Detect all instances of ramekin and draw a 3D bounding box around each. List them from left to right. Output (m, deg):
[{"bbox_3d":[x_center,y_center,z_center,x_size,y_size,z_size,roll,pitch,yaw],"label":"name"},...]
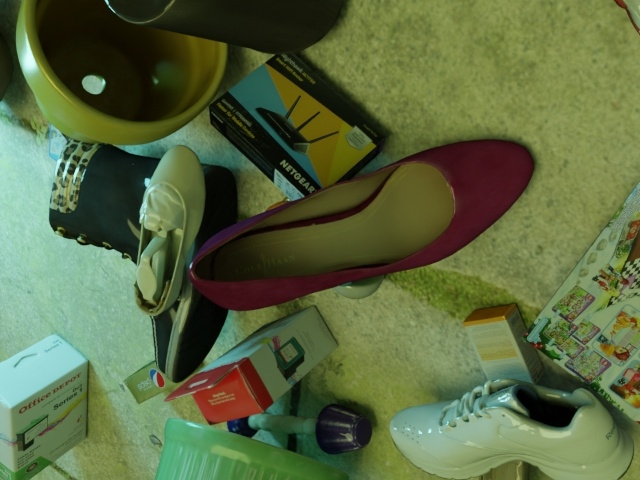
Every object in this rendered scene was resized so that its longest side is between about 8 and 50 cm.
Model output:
[{"bbox_3d":[-0.119,0.395,1.093,0.303,0.148,0.303,15,160,6],"label":"ramekin"}]

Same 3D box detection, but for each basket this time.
[{"bbox_3d":[-0.118,-0.292,0.768,0.204,0.226,0.154,22,110,28],"label":"basket"}]

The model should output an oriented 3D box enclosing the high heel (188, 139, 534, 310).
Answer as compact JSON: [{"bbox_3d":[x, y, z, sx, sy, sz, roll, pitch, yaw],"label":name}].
[{"bbox_3d":[0.050,-0.016,0.740,0.377,0.181,0.127,-27,81,9],"label":"high heel"}]

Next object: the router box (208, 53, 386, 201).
[{"bbox_3d":[-0.029,-0.136,0.864,0.179,0.133,0.046,43,160,11],"label":"router box"}]

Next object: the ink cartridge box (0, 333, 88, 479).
[{"bbox_3d":[-0.634,0.379,1.562,0.117,0.201,0.278,30,127,22],"label":"ink cartridge box"}]

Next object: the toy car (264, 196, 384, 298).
[{"bbox_3d":[0.000,0.000,0.910,0.182,0.136,0.159,22,124,28],"label":"toy car"}]

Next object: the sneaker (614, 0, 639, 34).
[{"bbox_3d":[0.308,-0.246,0.592,0.128,0.087,0.221,-35,101,35],"label":"sneaker"}]

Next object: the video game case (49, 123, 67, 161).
[{"bbox_3d":[-0.434,-0.192,1.236,0.119,0.015,0.166,34,130,20],"label":"video game case"}]

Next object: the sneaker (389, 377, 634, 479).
[{"bbox_3d":[0.215,0.218,0.857,0.297,0.111,0.129,-10,127,32],"label":"sneaker"}]

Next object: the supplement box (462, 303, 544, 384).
[{"bbox_3d":[0.227,0.132,0.869,0.062,0.036,0.099,-16,102,43],"label":"supplement box"}]

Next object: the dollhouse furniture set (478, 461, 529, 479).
[{"bbox_3d":[0.279,0.370,0.919,0.128,0.129,0.184,-2,82,38],"label":"dollhouse furniture set"}]

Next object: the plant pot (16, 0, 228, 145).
[{"bbox_3d":[-0.287,-0.241,0.954,0.239,0.254,0.254,-13,104,58],"label":"plant pot"}]

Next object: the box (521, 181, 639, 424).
[{"bbox_3d":[0.364,0.056,0.707,0.201,0.057,0.293,38,131,17],"label":"box"}]

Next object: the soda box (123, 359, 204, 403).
[{"bbox_3d":[-0.300,0.252,1.329,0.181,0.061,0.058,-33,91,43],"label":"soda box"}]

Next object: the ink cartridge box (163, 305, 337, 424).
[{"bbox_3d":[-0.098,0.192,1.022,0.134,0.231,0.078,-26,95,43],"label":"ink cartridge box"}]

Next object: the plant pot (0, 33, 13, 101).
[{"bbox_3d":[-0.635,-0.323,1.261,0.237,0.109,0.238,19,123,31],"label":"plant pot"}]

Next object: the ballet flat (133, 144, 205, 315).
[{"bbox_3d":[-0.215,-0.006,0.964,0.086,0.086,0.249,24,115,27],"label":"ballet flat"}]

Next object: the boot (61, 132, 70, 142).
[{"bbox_3d":[-0.378,-0.156,1.182,0.114,0.037,0.106,25,135,11],"label":"boot"}]

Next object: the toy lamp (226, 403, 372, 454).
[{"bbox_3d":[-0.037,0.302,1.138,0.274,0.080,0.080,-11,106,41],"label":"toy lamp"}]

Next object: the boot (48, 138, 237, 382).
[{"bbox_3d":[-0.289,0.022,1.128,0.284,0.138,0.378,21,120,20],"label":"boot"}]
